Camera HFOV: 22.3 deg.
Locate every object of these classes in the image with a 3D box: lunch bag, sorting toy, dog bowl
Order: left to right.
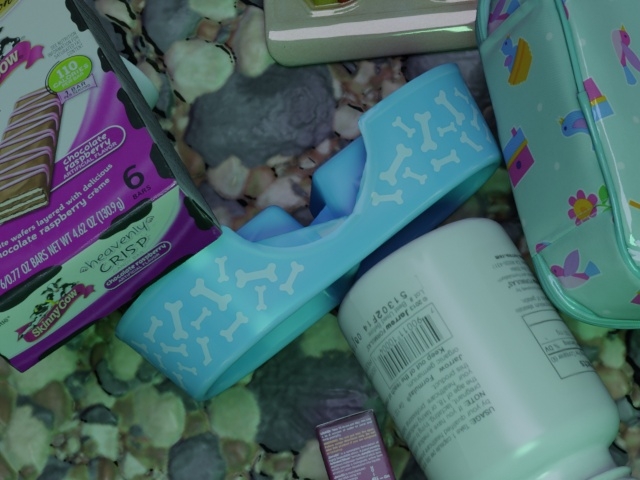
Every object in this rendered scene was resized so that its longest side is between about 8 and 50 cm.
[{"bbox_3d":[0.000,0.000,1.100,0.297,0.166,0.074,-37,82,-9],"label":"dog bowl"},{"bbox_3d":[0.049,-0.241,1.246,0.193,0.038,0.208,-5,69,4],"label":"sorting toy"},{"bbox_3d":[0.234,-0.071,1.093,0.224,0.108,0.279,-1,68,-30],"label":"lunch bag"}]

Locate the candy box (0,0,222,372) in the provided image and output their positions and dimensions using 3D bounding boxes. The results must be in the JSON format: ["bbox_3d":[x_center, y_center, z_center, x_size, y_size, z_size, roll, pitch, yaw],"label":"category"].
[{"bbox_3d":[-0.185,-0.053,1.051,0.159,0.071,0.233,-35,53,2],"label":"candy box"}]

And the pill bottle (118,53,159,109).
[{"bbox_3d":[-0.196,-0.050,1.164,0.103,0.103,0.184,28,74,15],"label":"pill bottle"}]

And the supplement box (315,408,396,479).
[{"bbox_3d":[0.029,0.163,1.086,0.043,0.055,0.083,-17,69,-2],"label":"supplement box"}]

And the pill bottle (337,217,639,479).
[{"bbox_3d":[0.119,0.111,1.055,0.131,0.131,0.229,-29,69,-5],"label":"pill bottle"}]
